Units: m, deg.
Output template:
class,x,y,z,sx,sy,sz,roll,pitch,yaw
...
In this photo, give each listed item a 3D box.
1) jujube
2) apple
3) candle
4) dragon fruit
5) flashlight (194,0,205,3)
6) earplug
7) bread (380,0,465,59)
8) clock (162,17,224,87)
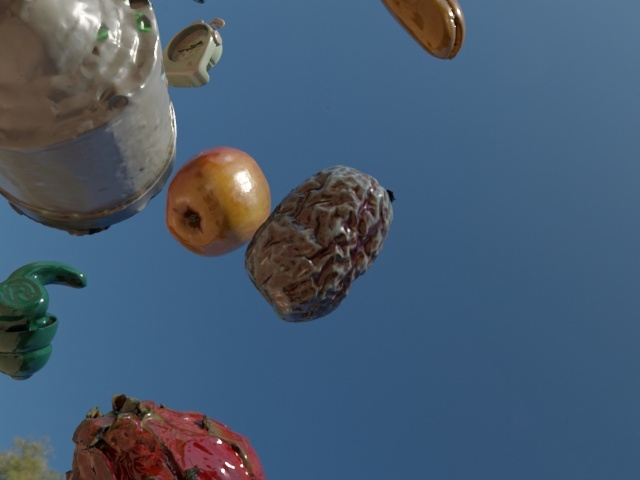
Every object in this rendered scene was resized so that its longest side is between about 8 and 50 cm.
class,x,y,z,sx,sy,sz,roll,pitch,yaw
jujube,0.000,0.000,1.127,0.226,0.226,0.317,27,-114,38
apple,-0.236,-0.081,1.314,0.241,0.241,0.242,6,-69,15
candle,-0.214,-0.133,0.461,0.330,0.187,0.188,121,-38,-72
dragon fruit,-0.177,0.313,0.686,0.244,0.244,0.299,-1,-56,39
flashlight,-0.084,-0.282,0.557,0.051,0.051,0.129,33,-98,37
earplug,-0.703,0.192,1.442,0.163,0.257,0.281,6,-88,3
bread,0.149,-0.351,0.875,0.189,0.114,0.077,54,-53,19
clock,-0.307,-0.462,1.447,0.151,0.062,0.191,10,-113,33
